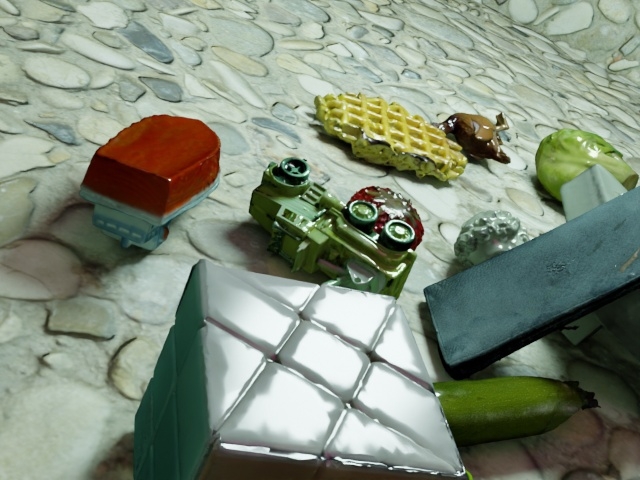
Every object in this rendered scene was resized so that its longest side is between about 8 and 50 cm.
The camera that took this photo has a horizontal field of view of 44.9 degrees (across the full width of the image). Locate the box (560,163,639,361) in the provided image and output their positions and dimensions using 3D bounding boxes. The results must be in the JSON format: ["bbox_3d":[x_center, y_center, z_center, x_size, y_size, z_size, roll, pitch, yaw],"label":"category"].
[{"bbox_3d":[0.556,0.094,1.254,0.396,0.111,0.396,42,29,-15],"label":"box"}]

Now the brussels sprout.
[{"bbox_3d":[0.569,-0.150,1.685,0.223,0.161,0.223,37,13,-10],"label":"brussels sprout"}]

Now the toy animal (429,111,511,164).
[{"bbox_3d":[0.335,-0.223,1.703,0.179,0.089,0.188,-8,42,-22],"label":"toy animal"}]

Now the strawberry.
[{"bbox_3d":[0.105,-0.032,1.258,0.145,0.086,0.145,16,34,-11],"label":"strawberry"}]

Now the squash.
[{"bbox_3d":[0.225,0.213,0.979,0.332,0.087,0.087,1,39,-31],"label":"squash"}]

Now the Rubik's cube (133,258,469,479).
[{"bbox_3d":[-0.037,0.188,0.709,0.221,0.224,0.231,13,33,-21],"label":"Rubik's cube"}]

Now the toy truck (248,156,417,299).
[{"bbox_3d":[-0.001,-0.003,1.116,0.259,0.128,0.135,38,48,20],"label":"toy truck"}]

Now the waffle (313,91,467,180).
[{"bbox_3d":[0.142,-0.218,1.579,0.312,0.060,0.307,-4,40,-38],"label":"waffle"}]

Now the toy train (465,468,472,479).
[{"bbox_3d":[0.165,0.296,0.854,0.250,0.053,0.085,26,40,2],"label":"toy train"}]

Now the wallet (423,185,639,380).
[{"bbox_3d":[0.326,0.050,1.078,0.046,0.379,0.190,56,14,-29],"label":"wallet"}]

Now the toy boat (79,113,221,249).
[{"bbox_3d":[-0.223,-0.083,1.089,0.145,0.133,0.332,20,21,1],"label":"toy boat"}]

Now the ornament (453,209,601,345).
[{"bbox_3d":[0.355,0.051,1.273,0.285,0.120,0.130,34,16,11],"label":"ornament"}]
